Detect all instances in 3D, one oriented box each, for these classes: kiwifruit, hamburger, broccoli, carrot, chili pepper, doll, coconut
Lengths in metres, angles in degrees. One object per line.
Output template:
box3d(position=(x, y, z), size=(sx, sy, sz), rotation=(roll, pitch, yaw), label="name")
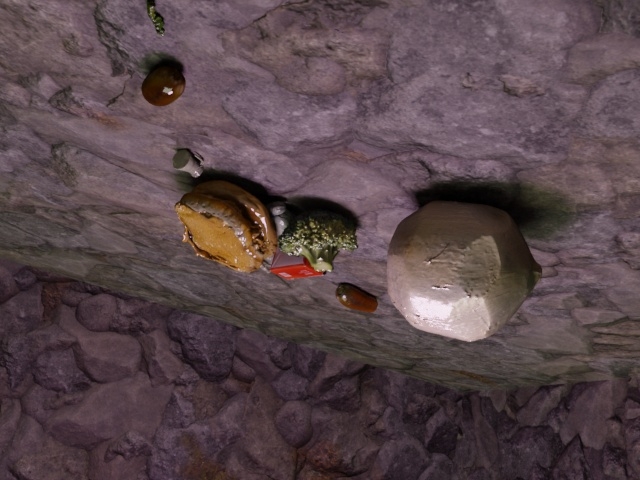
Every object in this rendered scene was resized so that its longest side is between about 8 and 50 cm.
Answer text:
box3d(position=(-0.331, -0.323, 1.405), size=(0.075, 0.075, 0.124), rotation=(27, 159, -34), label="kiwifruit")
box3d(position=(-0.272, -0.045, 1.923), size=(0.318, 0.158, 0.319), rotation=(21, 146, 15), label="hamburger")
box3d(position=(0.001, -0.003, 1.916), size=(0.198, 0.176, 0.226), rotation=(-14, 132, 41), label="broccoli")
box3d(position=(0.139, 0.230, 2.582), size=(0.087, 0.087, 0.193), rotation=(-9, 149, 45), label="carrot")
box3d(position=(-0.304, -0.410, 1.228), size=(0.027, 0.022, 0.083), rotation=(11, 156, 9), label="chili pepper")
box3d(position=(-0.115, -0.055, 1.986), size=(0.103, 0.072, 0.214), rotation=(6, 159, 18), label="doll")
box3d(position=(0.364, 0.078, 1.673), size=(0.360, 0.346, 0.346), rotation=(11, 161, 29), label="coconut")

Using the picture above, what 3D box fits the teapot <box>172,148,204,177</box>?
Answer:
box3d(position=(-0.343, -0.202, 1.770), size=(0.067, 0.057, 0.083), rotation=(-27, 152, 16), label="teapot")

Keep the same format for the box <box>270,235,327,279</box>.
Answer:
box3d(position=(-0.061, 0.048, 2.142), size=(0.099, 0.133, 0.182), rotation=(27, 154, -37), label="box")

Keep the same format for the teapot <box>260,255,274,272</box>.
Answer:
box3d(position=(-0.162, 0.069, 2.297), size=(0.077, 0.107, 0.200), rotation=(6, 159, 31), label="teapot")
